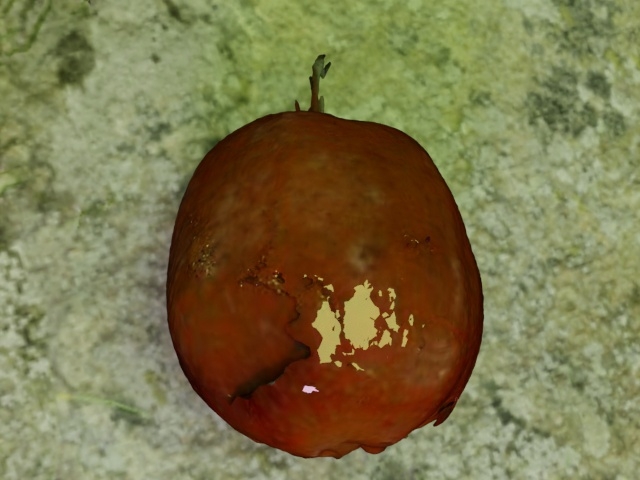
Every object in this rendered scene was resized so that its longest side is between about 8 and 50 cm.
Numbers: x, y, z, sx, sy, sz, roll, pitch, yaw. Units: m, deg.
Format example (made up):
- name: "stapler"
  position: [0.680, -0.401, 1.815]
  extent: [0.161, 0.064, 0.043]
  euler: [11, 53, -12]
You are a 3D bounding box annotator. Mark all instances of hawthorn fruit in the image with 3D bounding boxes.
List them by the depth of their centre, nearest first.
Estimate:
- name: "hawthorn fruit"
  position: [0.000, 0.000, 0.783]
  extent: [0.211, 0.211, 0.299]
  euler: [4, 68, -15]
